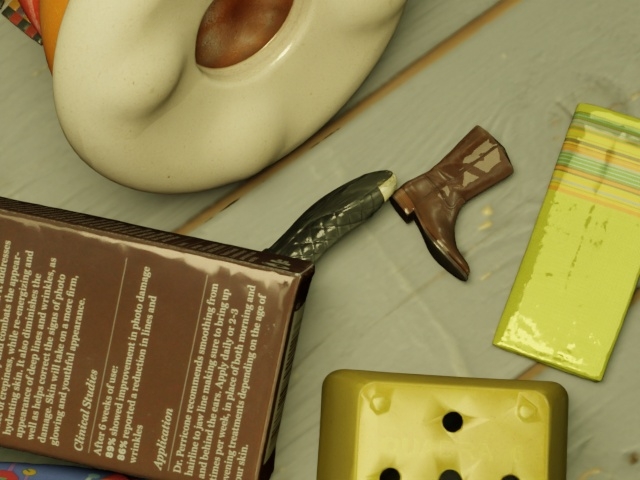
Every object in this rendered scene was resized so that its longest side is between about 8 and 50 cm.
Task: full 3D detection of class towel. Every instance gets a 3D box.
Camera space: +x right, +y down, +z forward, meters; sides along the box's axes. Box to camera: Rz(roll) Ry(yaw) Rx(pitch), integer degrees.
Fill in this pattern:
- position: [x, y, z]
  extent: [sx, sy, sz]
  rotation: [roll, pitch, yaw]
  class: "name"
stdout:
- position: [0.236, -0.001, 1.366]
  extent: [0.102, 0.021, 0.237]
  rotation: [19, 78, 12]
  class: "towel"

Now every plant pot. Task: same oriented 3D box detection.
- position: [0.098, 0.200, 1.233]
  extent: [0.212, 0.187, 0.212]
  rotation: [3, 77, 3]
  class: "plant pot"

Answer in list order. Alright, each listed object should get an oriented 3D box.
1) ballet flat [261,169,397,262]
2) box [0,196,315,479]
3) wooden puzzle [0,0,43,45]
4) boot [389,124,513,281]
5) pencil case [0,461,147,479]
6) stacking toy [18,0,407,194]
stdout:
- position: [0.000, 0.000, 1.362]
  extent: [0.173, 0.057, 0.049]
  rotation: [-40, 109, -2]
  class: "ballet flat"
- position: [-0.210, 0.074, 1.280]
  extent: [0.381, 0.143, 0.191]
  rotation: [12, 94, 3]
  class: "box"
- position: [-0.260, -0.213, 1.439]
  extent: [0.083, 0.006, 0.049]
  rotation: [39, 80, 10]
  class: "wooden puzzle"
- position: [0.134, -0.035, 1.370]
  extent: [0.114, 0.037, 0.106]
  rotation: [-36, 80, -12]
  class: "boot"
- position: [-0.263, 0.242, 1.269]
  extent: [0.306, 0.133, 0.119]
  rotation: [5, 41, 3]
  class: "pencil case"
- position: [-0.178, -0.301, 1.355]
  extent: [0.350, 0.351, 0.480]
  rotation: [-40, 59, -8]
  class: "stacking toy"
